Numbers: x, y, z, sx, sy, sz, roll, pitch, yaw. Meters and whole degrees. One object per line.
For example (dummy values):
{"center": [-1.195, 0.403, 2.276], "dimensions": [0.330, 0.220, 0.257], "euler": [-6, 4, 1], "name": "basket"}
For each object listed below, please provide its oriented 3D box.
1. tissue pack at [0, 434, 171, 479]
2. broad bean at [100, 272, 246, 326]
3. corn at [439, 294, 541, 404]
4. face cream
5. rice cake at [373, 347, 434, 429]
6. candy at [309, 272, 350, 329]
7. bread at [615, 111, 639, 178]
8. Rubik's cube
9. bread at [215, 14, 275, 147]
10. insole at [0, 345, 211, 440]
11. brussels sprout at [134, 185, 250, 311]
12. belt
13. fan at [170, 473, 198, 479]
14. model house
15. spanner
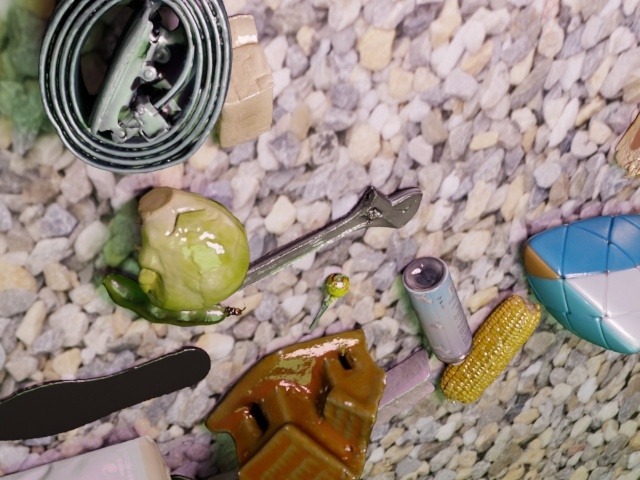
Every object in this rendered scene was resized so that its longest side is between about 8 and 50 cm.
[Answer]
{"center": [-0.340, 0.527, 1.592], "dimensions": [0.331, 0.405, 0.205], "euler": [-16, 138, -9], "name": "tissue pack"}
{"center": [-0.212, 0.087, 1.544], "dimensions": [0.226, 0.039, 0.069], "euler": [13, 127, -36], "name": "broad bean"}
{"center": [0.283, 0.188, 1.863], "dimensions": [0.080, 0.080, 0.238], "euler": [16, 119, -37], "name": "corn"}
{"center": [0.193, 0.123, 1.761], "dimensions": [0.075, 0.075, 0.229], "euler": [-28, 135, -2], "name": "face cream"}
{"center": [0.042, 0.307, 1.852], "dimensions": [0.365, 0.073, 0.056], "euler": [-35, 134, 1], "name": "rice cake"}
{"center": [0.010, 0.095, 1.679], "dimensions": [0.035, 0.035, 0.123], "euler": [10, 132, -22], "name": "candy"}
{"center": [0.547, -0.143, 1.703], "dimensions": [0.173, 0.085, 0.134], "euler": [6, 125, -31], "name": "bread"}
{"center": [0.421, 0.079, 1.745], "dimensions": [0.254, 0.254, 0.254], "euler": [-15, 134, -16], "name": "Rubik's cube"}
{"center": [-0.107, -0.193, 1.362], "dimensions": [0.077, 0.105, 0.152], "euler": [-19, 166, -12], "name": "bread"}
{"center": [-0.328, 0.227, 1.628], "dimensions": [0.348, 0.009, 0.119], "euler": [-16, 135, -14], "name": "insole"}
{"center": [-0.164, 0.011, 1.443], "dimensions": [0.145, 0.131, 0.183], "euler": [0, 132, 1], "name": "brussels sprout"}
{"center": [-0.197, -0.203, 1.205], "dimensions": [0.206, 0.116, 0.268], "euler": [12, 115, -12], "name": "belt"}
{"center": [-0.109, 0.436, 1.760], "dimensions": [0.223, 0.294, 0.012], "euler": [44, 63, -37], "name": "fan"}
{"center": [-0.009, 0.288, 1.684], "dimensions": [0.173, 0.239, 0.268], "euler": [25, 115, -39], "name": "model house"}
{"center": [0.000, 0.000, 1.590], "dimensions": [0.325, 0.026, 0.093], "euler": [-27, 137, -1], "name": "spanner"}
